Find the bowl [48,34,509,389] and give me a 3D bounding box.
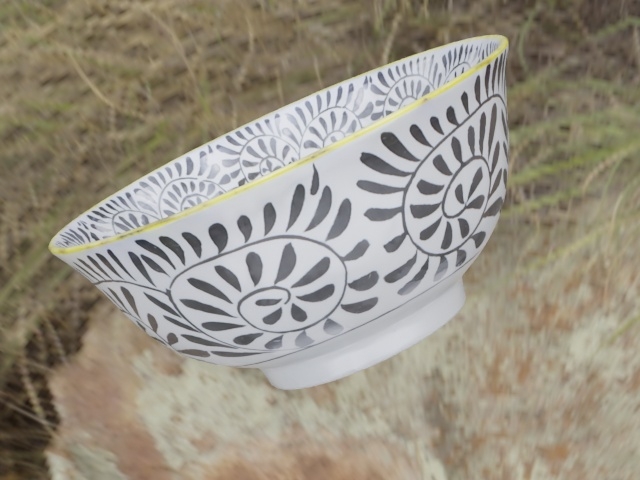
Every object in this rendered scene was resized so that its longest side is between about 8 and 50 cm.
[{"bbox_3d":[0.000,0.000,0.679,0.170,0.170,0.080,-24,99,-1],"label":"bowl"}]
